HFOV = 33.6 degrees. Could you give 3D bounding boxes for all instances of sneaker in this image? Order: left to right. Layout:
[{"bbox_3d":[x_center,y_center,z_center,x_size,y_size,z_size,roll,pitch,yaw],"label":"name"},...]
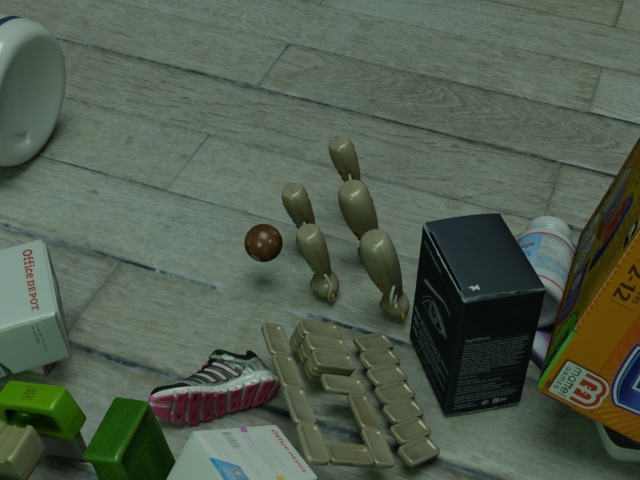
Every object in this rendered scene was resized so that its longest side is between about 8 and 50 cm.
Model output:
[{"bbox_3d":[-0.139,0.179,1.335,0.170,0.063,0.075,-10,43,-23],"label":"sneaker"}]

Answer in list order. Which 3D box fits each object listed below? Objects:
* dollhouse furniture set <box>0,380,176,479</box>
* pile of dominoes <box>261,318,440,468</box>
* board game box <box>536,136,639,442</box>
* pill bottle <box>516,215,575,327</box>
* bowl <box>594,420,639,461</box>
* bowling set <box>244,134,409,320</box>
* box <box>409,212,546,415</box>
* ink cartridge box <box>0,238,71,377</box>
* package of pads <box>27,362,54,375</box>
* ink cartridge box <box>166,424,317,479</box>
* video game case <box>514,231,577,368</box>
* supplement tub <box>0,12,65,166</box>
[{"bbox_3d":[-0.303,0.315,1.117,0.197,0.151,0.302,4,41,19],"label":"dollhouse furniture set"},{"bbox_3d":[0.032,0.198,1.326,0.196,0.040,0.251,11,34,-26],"label":"pile of dominoes"},{"bbox_3d":[0.518,0.034,1.253,0.356,0.357,0.356,26,39,5],"label":"board game box"},{"bbox_3d":[0.306,0.039,1.475,0.087,0.087,0.160,13,41,11],"label":"pill bottle"},{"bbox_3d":[0.407,0.223,1.332,0.141,0.053,0.142,0,40,-4],"label":"bowl"},{"bbox_3d":[0.000,0.000,1.520,0.199,0.154,0.287,-17,43,4],"label":"bowling set"},{"bbox_3d":[0.193,0.093,1.346,0.108,0.207,0.153,-7,42,-13],"label":"box"},{"bbox_3d":[-0.430,0.099,1.336,0.208,0.087,0.153,-15,44,-9],"label":"ink cartridge box"},{"bbox_3d":[-0.385,0.143,1.378,0.083,0.032,0.050,12,45,10],"label":"package of pads"},{"bbox_3d":[-0.083,0.270,1.181,0.143,0.090,0.092,6,31,-45],"label":"ink cartridge box"},{"bbox_3d":[0.337,0.088,1.506,0.196,0.026,0.274,-19,47,-25],"label":"video game case"},{"bbox_3d":[-0.598,-0.262,1.679,0.324,0.235,0.235,16,42,13],"label":"supplement tub"}]
